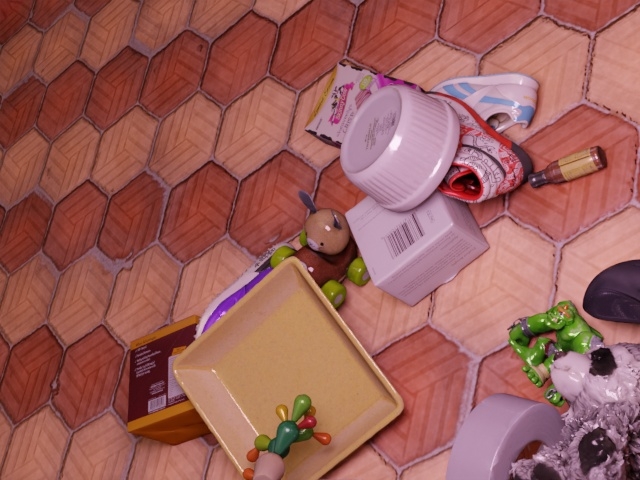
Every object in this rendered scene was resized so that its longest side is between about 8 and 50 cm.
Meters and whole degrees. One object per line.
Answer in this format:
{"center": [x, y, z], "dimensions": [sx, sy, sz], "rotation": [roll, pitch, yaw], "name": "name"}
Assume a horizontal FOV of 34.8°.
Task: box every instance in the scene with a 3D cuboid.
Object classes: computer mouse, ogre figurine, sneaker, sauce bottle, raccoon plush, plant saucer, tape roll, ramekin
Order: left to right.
{"center": [-0.107, 0.134, 1.924], "dimensions": [0.146, 0.102, 0.293], "rotation": [29, 69, 36], "name": "sneaker"}
{"center": [-0.053, 0.253, 1.806], "dimensions": [0.333, 0.081, 0.333], "rotation": [-42, 74, 18], "name": "plant saucer"}
{"center": [0.124, -0.162, 1.703], "dimensions": [0.207, 0.109, 0.207], "rotation": [-40, 36, 37], "name": "ramekin"}
{"center": [0.219, -0.162, 1.746], "dimensions": [0.270, 0.145, 0.090], "rotation": [39, 136, 28], "name": "sneaker"}
{"center": [0.277, -0.237, 1.820], "dimensions": [0.228, 0.087, 0.092], "rotation": [-3, 70, 43], "name": "sneaker"}
{"center": [0.269, 0.331, 1.446], "dimensions": [0.072, 0.219, 0.219], "rotation": [9, 76, 43], "name": "tape roll"}
{"center": [0.358, 0.158, 1.544], "dimensions": [0.118, 0.097, 0.197], "rotation": [-43, 4, 11], "name": "ogre figurine"}
{"center": [0.404, -0.118, 1.678], "dimensions": [0.128, 0.042, 0.042], "rotation": [-18, 58, 35], "name": "sauce bottle"}
{"center": [0.446, 0.343, 1.359], "dimensions": [0.446, 0.299, 0.216], "rotation": [57, 142, -2], "name": "raccoon plush"}
{"center": [0.487, 0.067, 1.438], "dimensions": [0.272, 0.188, 0.072], "rotation": [3, 113, 52], "name": "computer mouse"}

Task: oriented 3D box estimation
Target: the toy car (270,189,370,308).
{"center": [0.000, 0.000, 1.840], "dimensions": [0.155, 0.188, 0.149], "rotation": [35, 59, 30], "name": "toy car"}

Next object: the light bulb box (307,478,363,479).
{"center": [-0.136, 0.537, 1.592], "dimensions": [0.361, 0.358, 0.225], "rotation": [-30, 64, 29], "name": "light bulb box"}

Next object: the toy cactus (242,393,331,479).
{"center": [-0.068, 0.363, 1.681], "dimensions": [0.219, 0.112, 0.180], "rotation": [-53, 2, 20], "name": "toy cactus"}

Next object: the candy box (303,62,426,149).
{"center": [0.092, -0.246, 1.999], "dimensions": [0.233, 0.071, 0.159], "rotation": [25, 87, 46], "name": "candy box"}

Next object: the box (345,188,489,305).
{"center": [0.166, -0.018, 1.784], "dimensions": [0.181, 0.119, 0.182], "rotation": [-39, 47, 21], "name": "box"}

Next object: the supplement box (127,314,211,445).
{"center": [-0.270, 0.278, 2.018], "dimensions": [0.191, 0.129, 0.194], "rotation": [-24, 55, 32], "name": "supplement box"}
